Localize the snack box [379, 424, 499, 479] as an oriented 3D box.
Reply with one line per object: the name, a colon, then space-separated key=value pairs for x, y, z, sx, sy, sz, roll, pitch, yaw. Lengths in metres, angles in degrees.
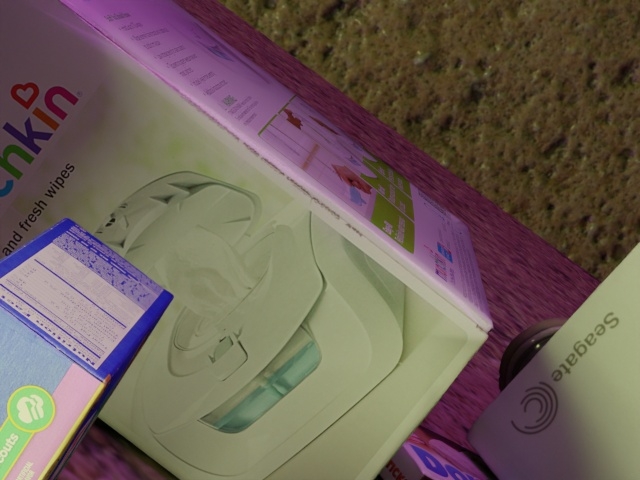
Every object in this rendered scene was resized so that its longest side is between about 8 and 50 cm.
snack box: x=0.085 y=0.133 z=0.889 sx=0.178 sy=0.022 sz=0.064 roll=31 pitch=14 yaw=-43

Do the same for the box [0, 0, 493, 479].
box: x=-0.054 y=-0.013 z=0.744 sx=0.231 sy=0.127 sz=0.262 roll=37 pitch=9 yaw=-4

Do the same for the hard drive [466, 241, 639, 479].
hard drive: x=0.245 y=0.128 z=0.776 sx=0.047 sy=0.233 sz=0.353 roll=29 pitch=17 yaw=-48

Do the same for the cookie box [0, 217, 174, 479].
cookie box: x=-0.082 y=0.048 z=0.423 sx=0.040 sy=0.092 sz=0.107 roll=34 pitch=9 yaw=-2

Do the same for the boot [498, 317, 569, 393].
boot: x=0.183 y=0.156 z=0.920 sx=0.189 sy=0.076 sz=0.208 roll=57 pitch=3 yaw=-31
